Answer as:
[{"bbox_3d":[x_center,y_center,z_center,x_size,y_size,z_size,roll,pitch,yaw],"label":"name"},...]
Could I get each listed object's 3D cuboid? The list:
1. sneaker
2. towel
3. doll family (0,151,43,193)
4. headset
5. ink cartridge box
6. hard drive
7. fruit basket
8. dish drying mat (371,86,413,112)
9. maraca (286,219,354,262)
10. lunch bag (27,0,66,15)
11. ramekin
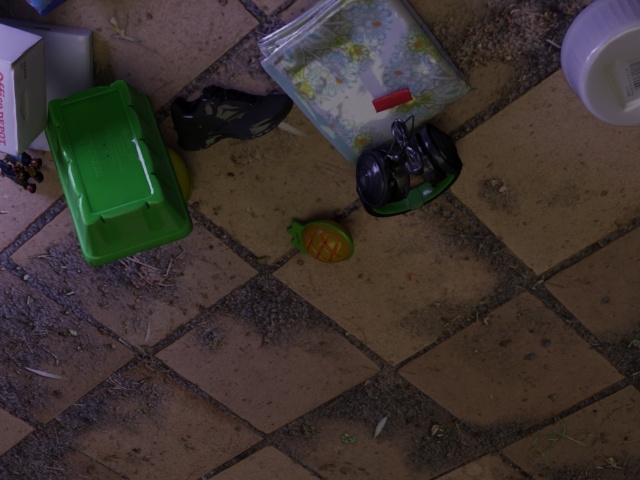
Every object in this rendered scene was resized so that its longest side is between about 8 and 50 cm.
[{"bbox_3d":[-0.203,-0.289,1.923,0.287,0.109,0.130,-13,121,10],"label":"sneaker"},{"bbox_3d":[0.093,-0.367,1.856,0.321,0.090,0.374,-31,122,25],"label":"towel"},{"bbox_3d":[-0.702,-0.170,2.025,0.111,0.076,0.193,29,169,1],"label":"doll family"},{"bbox_3d":[0.200,-0.143,1.899,0.244,0.185,0.394,-24,155,1],"label":"headset"},{"bbox_3d":[-0.709,-0.325,1.705,0.308,0.129,0.223,18,132,4],"label":"ink cartridge box"},{"bbox_3d":[-0.612,-0.338,1.936,0.203,0.040,0.307,7,128,-4],"label":"hard drive"},{"bbox_3d":[-0.428,-0.140,1.920,0.283,0.392,0.392,-19,128,-8],"label":"fruit basket"},{"bbox_3d":[0.154,-0.301,1.850,0.083,0.008,0.032,-18,125,14],"label":"dish drying mat"},{"bbox_3d":[0.000,0.000,2.153,0.186,0.099,0.127,8,132,30],"label":"maraca"},{"bbox_3d":[-0.469,-0.585,1.626,0.293,0.138,0.221,-19,158,10],"label":"lunch bag"},{"bbox_3d":[0.654,-0.372,1.800,0.277,0.135,0.277,1,129,1],"label":"ramekin"}]
